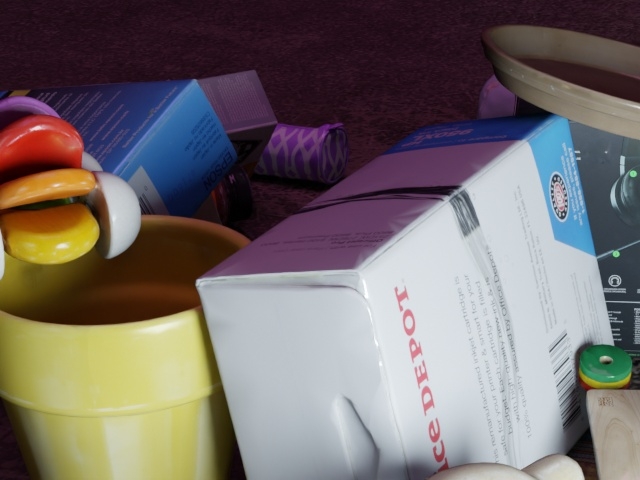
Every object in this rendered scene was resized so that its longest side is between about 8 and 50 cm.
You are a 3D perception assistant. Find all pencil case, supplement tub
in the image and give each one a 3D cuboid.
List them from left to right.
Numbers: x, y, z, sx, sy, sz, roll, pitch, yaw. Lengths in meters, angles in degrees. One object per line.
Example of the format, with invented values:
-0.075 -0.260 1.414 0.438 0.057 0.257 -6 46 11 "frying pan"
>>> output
-0.187 -0.043 2.058 0.198 0.106 0.106 -11 23 -22 "supplement tub"
-0.061 -0.132 2.291 0.206 0.088 0.086 10 15 27 "pencil case"

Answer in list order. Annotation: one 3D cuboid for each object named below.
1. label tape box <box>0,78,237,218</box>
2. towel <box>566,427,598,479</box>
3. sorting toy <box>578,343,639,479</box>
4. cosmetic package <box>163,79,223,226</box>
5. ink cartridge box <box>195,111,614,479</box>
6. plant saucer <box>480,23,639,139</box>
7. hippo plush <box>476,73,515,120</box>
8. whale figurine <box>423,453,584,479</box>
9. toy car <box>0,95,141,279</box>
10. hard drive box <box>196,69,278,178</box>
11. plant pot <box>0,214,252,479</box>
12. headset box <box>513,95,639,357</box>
-0.295 -0.045 1.709 0.348 0.115 0.249 -1 41 38 "label tape box"
0.374 0.225 1.415 0.370 0.040 0.271 5 22 24 "towel"
0.293 0.190 1.375 0.132 0.046 0.274 0 35 1 "sorting toy"
-0.279 -0.050 1.901 0.296 0.129 0.153 -21 50 -5 "cosmetic package"
0.092 0.086 1.423 0.166 0.285 0.395 -3 19 34 "ink cartridge box"
0.281 -0.145 1.555 0.278 0.041 0.278 13 19 -5 "plant saucer"
0.251 -0.079 1.918 0.234 0.236 0.294 -19 27 -36 "hippo plush"
0.157 0.265 1.199 0.272 0.216 0.141 13 -23 -16 "whale figurine"
-0.249 -0.052 1.398 0.159 0.136 0.182 -13 24 -24 "toy car"
-0.196 -0.121 2.144 0.232 0.181 0.089 -13 67 -24 "hard drive box"
-0.168 0.130 1.437 0.254 0.239 0.254 -3 21 1 "plant pot"
0.322 -0.029 1.726 0.246 0.283 0.131 0 22 9 "headset box"
